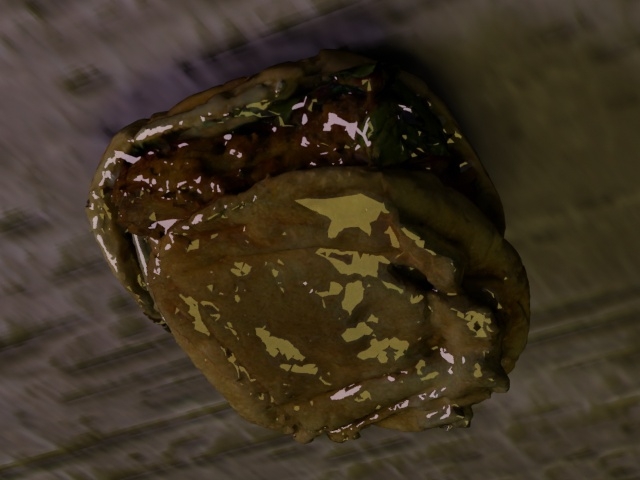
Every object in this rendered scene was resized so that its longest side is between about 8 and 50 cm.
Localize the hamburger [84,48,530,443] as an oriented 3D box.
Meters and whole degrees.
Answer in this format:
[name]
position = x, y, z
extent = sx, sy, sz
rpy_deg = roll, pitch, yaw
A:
[hamburger]
position = 0.000, 0.000, 0.772
extent = 0.183, 0.130, 0.206
rpy_deg = -19, 125, 22
